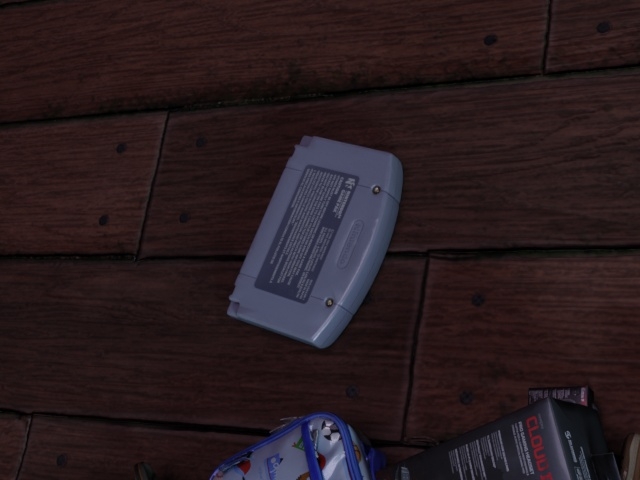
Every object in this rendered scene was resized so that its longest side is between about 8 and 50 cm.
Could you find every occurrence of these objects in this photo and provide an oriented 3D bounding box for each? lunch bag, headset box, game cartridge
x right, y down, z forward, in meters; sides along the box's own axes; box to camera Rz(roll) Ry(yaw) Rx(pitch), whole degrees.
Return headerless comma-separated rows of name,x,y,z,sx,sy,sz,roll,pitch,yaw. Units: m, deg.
lunch bag,-0.015,0.370,1.387,0.243,0.115,0.303,-29,52,17
headset box,0.297,0.211,1.341,0.083,0.032,0.062,-6,66,26
game cartridge,0.000,0.000,1.592,0.198,0.062,0.297,18,78,30
headset box,0.220,0.322,1.244,0.293,0.110,0.218,-31,56,34

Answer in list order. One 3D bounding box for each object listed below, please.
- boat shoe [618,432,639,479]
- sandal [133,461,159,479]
boat shoe,0.368,0.315,1.244,0.072,0.068,0.190,5,78,16
sandal,-0.182,0.384,1.508,0.060,0.090,0.219,-38,52,-10
